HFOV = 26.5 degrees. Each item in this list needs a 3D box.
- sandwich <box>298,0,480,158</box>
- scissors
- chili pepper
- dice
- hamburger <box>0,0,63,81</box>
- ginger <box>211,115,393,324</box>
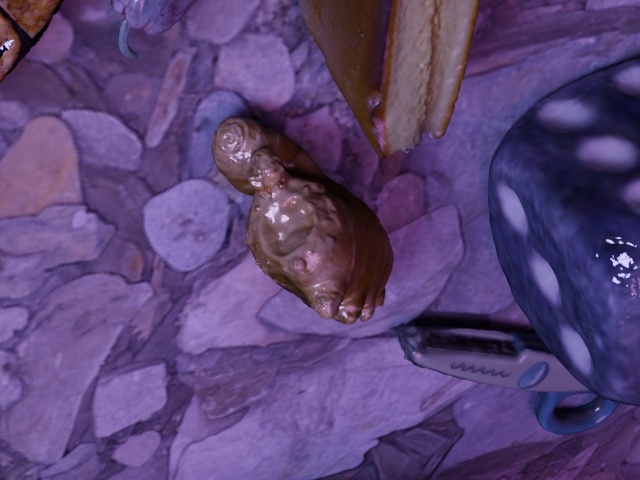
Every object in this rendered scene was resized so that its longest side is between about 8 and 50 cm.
[{"bbox_3d":[0.045,-0.172,0.775,0.090,0.088,0.244,-18,130,-30],"label":"sandwich"},{"bbox_3d":[0.171,0.100,1.109,0.289,0.041,0.138,13,126,-39],"label":"scissors"},{"bbox_3d":[-0.071,-0.164,0.740,0.153,0.041,0.050,-52,176,16],"label":"chili pepper"},{"bbox_3d":[0.234,-0.007,0.957,0.182,0.182,0.183,-26,136,-12],"label":"dice"},{"bbox_3d":[-0.222,-0.112,0.610,0.231,0.107,0.231,-44,168,-12],"label":"hamburger"},{"bbox_3d":[0.003,0.005,0.874,0.081,0.115,0.205,-51,140,-7],"label":"ginger"}]
